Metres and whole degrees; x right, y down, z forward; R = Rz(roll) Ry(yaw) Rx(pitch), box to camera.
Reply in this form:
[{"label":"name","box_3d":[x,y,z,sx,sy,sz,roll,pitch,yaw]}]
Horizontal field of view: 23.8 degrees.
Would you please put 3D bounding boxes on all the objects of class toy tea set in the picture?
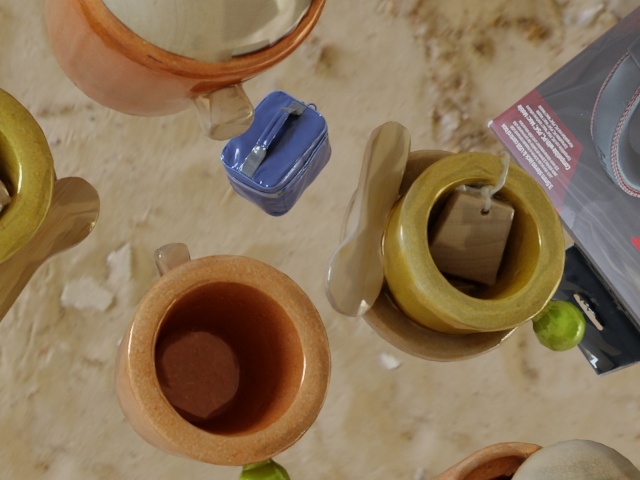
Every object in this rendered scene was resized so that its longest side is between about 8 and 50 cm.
[{"label":"toy tea set","box_3d":[0.000,0.000,0.524,0.336,0.124,0.200,36,67,-10]}]

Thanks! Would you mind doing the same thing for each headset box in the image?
[{"label":"headset box","box_3d":[0.243,-0.040,0.761,0.293,0.110,0.218,-38,48,9]}]

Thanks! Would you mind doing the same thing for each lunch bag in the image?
[{"label":"lunch bag","box_3d":[-0.035,-0.079,1.302,0.067,0.065,0.098,31,74,17]}]
